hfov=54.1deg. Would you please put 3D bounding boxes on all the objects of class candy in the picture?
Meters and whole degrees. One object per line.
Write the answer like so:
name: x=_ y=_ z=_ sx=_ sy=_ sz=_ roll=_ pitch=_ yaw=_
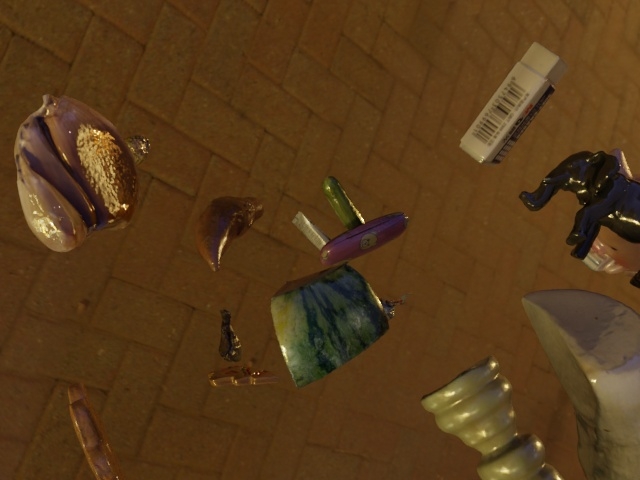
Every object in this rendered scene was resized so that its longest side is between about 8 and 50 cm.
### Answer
candy: x=0.118 y=0.222 z=1.665 sx=0.292 sy=0.086 sz=0.059 roll=-37 pitch=87 yaw=5

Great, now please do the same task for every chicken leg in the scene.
chicken leg: x=-0.273 y=0.288 z=1.866 sx=0.070 sy=0.093 sz=0.178 roll=-5 pitch=111 yaw=-6

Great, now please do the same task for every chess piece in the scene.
chess piece: x=0.364 y=0.417 z=1.265 sx=0.182 sy=0.182 sz=0.330 roll=-21 pitch=71 yaw=-38

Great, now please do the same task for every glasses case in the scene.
glasses case: x=0.140 y=-0.005 z=1.992 sx=0.316 sy=0.123 sz=0.076 roll=-23 pitch=66 yaw=-15

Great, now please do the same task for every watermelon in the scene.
watermelon: x=0.007 y=0.186 z=1.478 sx=0.261 sy=0.201 sz=0.213 roll=-24 pitch=97 yaw=-13

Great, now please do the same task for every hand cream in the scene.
hand cream: x=0.000 y=0.000 z=2.082 sx=0.234 sy=0.080 sz=0.050 roll=44 pitch=55 yaw=5

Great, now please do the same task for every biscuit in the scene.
biscuit: x=-0.249 y=0.440 z=2.053 sx=0.212 sy=0.238 sz=0.041 roll=7 pitch=82 yaw=-77
biscuit: x=-0.522 y=0.514 z=1.489 sx=0.052 sy=0.275 sz=0.355 roll=-21 pitch=110 yaw=-19

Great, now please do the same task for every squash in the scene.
squash: x=0.079 y=-0.108 z=2.048 sx=0.069 sy=0.069 sz=0.239 roll=-47 pitch=114 yaw=-29

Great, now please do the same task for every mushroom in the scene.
mushroom: x=0.389 y=0.244 z=0.826 sx=0.126 sy=0.177 sz=0.397 roll=-29 pitch=118 yaw=-3

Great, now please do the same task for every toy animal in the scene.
toy animal: x=0.414 y=-0.037 z=0.906 sx=0.245 sy=0.114 sz=0.146 roll=28 pitch=85 yaw=2
toy animal: x=0.585 y=-0.032 z=1.185 sx=0.256 sy=0.195 sz=0.213 roll=-3 pitch=138 yaw=-51

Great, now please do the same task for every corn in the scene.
corn: x=-0.582 y=-0.206 z=1.707 sx=0.097 sy=0.320 sz=0.097 roll=28 pitch=54 yaw=-47

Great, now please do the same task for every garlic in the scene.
garlic: x=-0.389 y=-0.109 z=0.985 sx=0.217 sy=0.110 sz=0.228 roll=-30 pitch=107 yaw=-58

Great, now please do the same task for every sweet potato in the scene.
sweet potato: x=-0.190 y=-0.046 z=1.304 sx=0.106 sy=0.095 sz=0.354 roll=59 pitch=17 yaw=-13

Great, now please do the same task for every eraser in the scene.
eraser: x=0.442 y=-0.304 z=1.435 sx=0.279 sy=0.081 sz=0.124 roll=-56 pitch=155 yaw=20
